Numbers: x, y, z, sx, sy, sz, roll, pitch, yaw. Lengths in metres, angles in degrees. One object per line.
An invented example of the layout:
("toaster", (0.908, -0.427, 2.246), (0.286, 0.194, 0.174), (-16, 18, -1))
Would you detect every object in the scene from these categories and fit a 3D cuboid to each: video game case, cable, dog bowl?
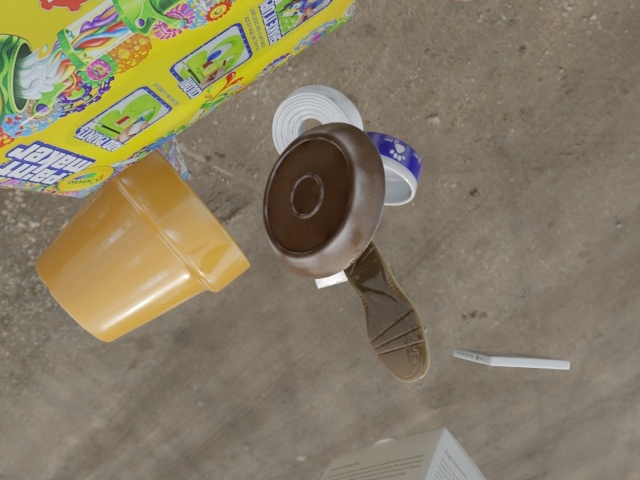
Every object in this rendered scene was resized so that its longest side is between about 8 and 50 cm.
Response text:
("video game case", (0.349, 0.218, 1.036), (0.157, 0.143, 0.019), (6, 84, -13))
("cable", (-0.012, -0.305, 1.570), (0.257, 0.089, 0.257), (47, 127, 1))
("video game case", (-0.284, -0.169, 1.002), (0.015, 0.119, 0.167), (-10, 117, 10))
("dog bowl", (0.178, -0.219, 1.732), (0.264, 0.104, 0.265), (19, 160, 7))

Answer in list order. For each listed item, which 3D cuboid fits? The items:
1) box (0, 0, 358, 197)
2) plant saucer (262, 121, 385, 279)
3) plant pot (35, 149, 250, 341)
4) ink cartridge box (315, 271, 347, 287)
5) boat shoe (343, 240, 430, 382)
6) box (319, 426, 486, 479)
("box", (-0.162, -0.227, 0.372), (0.279, 0.177, 0.290), (-34, 91, 1))
("plant saucer", (-0.014, -0.082, 1.072), (0.050, 0.311, 0.310), (12, 130, -46))
("plant pot", (-0.222, 0.013, 0.676), (0.188, 0.205, 0.205), (-41, 124, -10))
("ink cartridge box", (0.000, 0.000, 1.541), (0.093, 0.154, 0.213), (-15, 132, -1))
("boat shoe", (0.129, 0.120, 1.043), (0.104, 0.286, 0.089), (-25, 168, 19))
("box", (0.099, 0.321, 0.596), (0.181, 0.119, 0.182), (-33, 97, 39))
